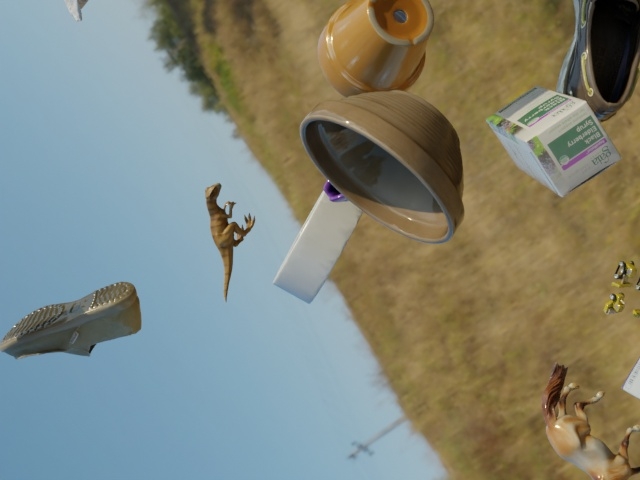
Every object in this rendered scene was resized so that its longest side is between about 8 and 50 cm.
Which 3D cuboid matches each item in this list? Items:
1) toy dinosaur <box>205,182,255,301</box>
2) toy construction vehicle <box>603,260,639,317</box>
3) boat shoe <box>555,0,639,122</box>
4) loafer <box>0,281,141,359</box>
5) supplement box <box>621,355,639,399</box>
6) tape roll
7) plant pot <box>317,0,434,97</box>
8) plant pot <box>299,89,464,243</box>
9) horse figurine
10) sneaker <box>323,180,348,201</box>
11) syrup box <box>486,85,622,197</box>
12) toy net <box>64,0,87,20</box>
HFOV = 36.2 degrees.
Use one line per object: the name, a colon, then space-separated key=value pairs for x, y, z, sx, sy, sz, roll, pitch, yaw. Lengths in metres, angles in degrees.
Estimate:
toy dinosaur: x=-0.174 y=-0.002 z=1.805 sx=0.112 sy=0.064 sz=0.211 roll=-18 pitch=-81 yaw=-46
toy construction vehicle: x=0.500 y=0.081 z=1.561 sx=0.086 sy=0.098 sz=0.035 roll=1 pitch=-150 yaw=-29
boat shoe: x=0.420 y=-0.328 z=1.408 sx=0.117 sy=0.324 sz=0.097 roll=15 pitch=173 yaw=-14
loafer: x=-0.420 y=0.156 z=1.662 sx=0.102 sy=0.269 sz=0.092 roll=-75 pitch=-37 yaw=-63
supplement box: x=0.599 y=0.242 z=1.629 sx=0.114 sy=0.111 sz=0.220 roll=31 pitch=-178 yaw=5
tape roll: x=0.000 y=0.000 z=2.217 sx=0.100 sy=0.286 sz=0.286 roll=29 pitch=-172 yaw=-3
plant pot: x=0.117 y=-0.379 z=1.822 sx=0.205 sy=0.205 sz=0.188 roll=55 pitch=159 yaw=2
plant pot: x=0.099 y=-0.111 z=1.245 sx=0.237 sy=0.109 sz=0.237 roll=35 pitch=163 yaw=12
horse figurine: x=0.443 y=0.325 z=1.581 sx=0.263 sy=0.066 sz=0.174 roll=45 pitch=-133 yaw=8
sneaker: x=0.056 y=-0.151 z=1.772 sx=0.236 sy=0.105 sz=0.095 roll=98 pitch=152 yaw=-46
syrup box: x=0.314 y=-0.141 z=1.345 sx=0.096 sy=0.093 sz=0.237 roll=54 pitch=-174 yaw=-12
toy net: x=-0.381 y=-0.450 z=1.483 sx=0.122 sy=0.045 sz=0.232 roll=19 pitch=129 yaw=53
